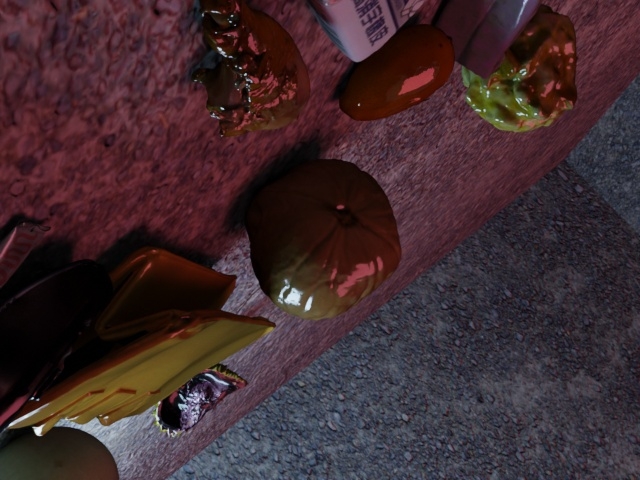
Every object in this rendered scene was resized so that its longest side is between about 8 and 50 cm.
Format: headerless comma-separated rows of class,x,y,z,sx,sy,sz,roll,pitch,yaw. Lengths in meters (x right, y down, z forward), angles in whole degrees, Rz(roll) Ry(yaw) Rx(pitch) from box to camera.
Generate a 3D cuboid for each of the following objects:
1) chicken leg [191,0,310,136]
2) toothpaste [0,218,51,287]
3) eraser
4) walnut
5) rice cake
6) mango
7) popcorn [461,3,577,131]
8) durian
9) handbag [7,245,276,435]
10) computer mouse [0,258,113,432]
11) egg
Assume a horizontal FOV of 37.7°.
chicken leg,-0.071,-0.159,0.819,0.101,0.085,0.207,-31,160,3
toothpaste,-0.329,0.059,0.863,0.205,0.036,0.056,-47,171,3
eraser,0.042,-0.253,0.860,0.124,0.068,0.210,-42,167,3
walnut,0.000,0.000,1.292,0.228,0.228,0.228,-40,168,-10
rice cake,0.223,-0.310,1.140,0.050,0.106,0.298,-47,172,-27
mango,0.098,-0.205,1.172,0.159,0.084,0.105,-42,163,0
popcorn,0.289,-0.255,1.371,0.167,0.188,0.185,-1,146,10
durian,-0.252,0.274,1.790,0.186,0.119,0.108,-38,-155,-6
handbag,-0.239,0.138,1.223,0.283,0.133,0.401,-38,168,5
computer mouse,-0.302,0.104,0.924,0.137,0.096,0.233,-29,-155,50
egg,-0.396,0.368,1.366,0.186,0.186,0.253,-46,170,19
